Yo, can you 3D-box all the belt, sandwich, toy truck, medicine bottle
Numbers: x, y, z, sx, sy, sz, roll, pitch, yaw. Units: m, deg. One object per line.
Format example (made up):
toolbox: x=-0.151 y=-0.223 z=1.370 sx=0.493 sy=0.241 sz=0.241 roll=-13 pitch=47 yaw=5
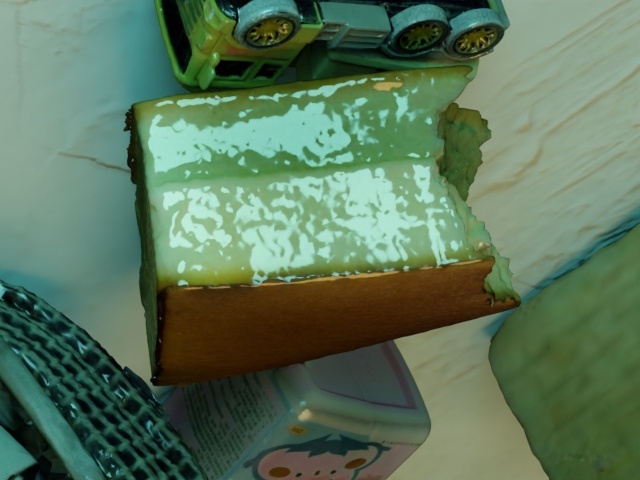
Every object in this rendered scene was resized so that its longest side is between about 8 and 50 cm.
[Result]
belt: x=-0.162 y=0.146 z=0.911 sx=0.207 sy=0.295 sz=0.160 roll=-8 pitch=139 yaw=-42
sandwich: x=0.000 y=0.000 z=0.913 sx=0.186 sy=0.108 sz=0.220 roll=-6 pitch=165 yaw=-9
toy truck: x=0.002 y=-0.104 z=0.879 sx=0.169 sy=0.077 sz=0.100 roll=-2 pitch=151 yaw=-31
medicine bottle: x=-0.038 y=0.131 z=1.115 sx=0.119 sy=0.094 sz=0.188 roll=15 pitch=128 yaw=-41

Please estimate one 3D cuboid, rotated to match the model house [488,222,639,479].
model house: x=0.372 y=0.126 z=1.128 sx=0.382 sy=0.342 sz=0.334 roll=-41 pitch=138 yaw=20
